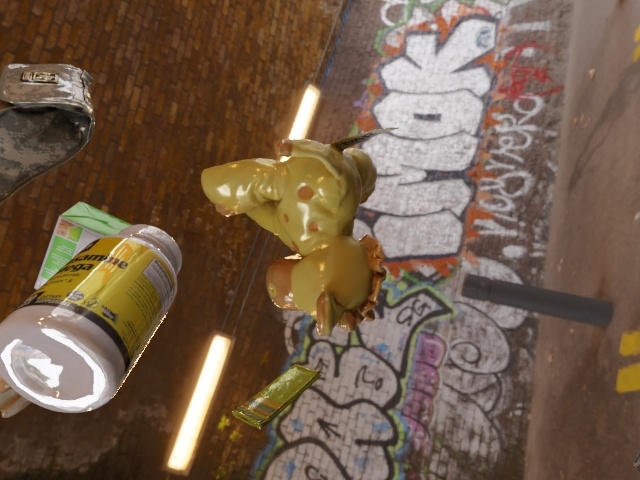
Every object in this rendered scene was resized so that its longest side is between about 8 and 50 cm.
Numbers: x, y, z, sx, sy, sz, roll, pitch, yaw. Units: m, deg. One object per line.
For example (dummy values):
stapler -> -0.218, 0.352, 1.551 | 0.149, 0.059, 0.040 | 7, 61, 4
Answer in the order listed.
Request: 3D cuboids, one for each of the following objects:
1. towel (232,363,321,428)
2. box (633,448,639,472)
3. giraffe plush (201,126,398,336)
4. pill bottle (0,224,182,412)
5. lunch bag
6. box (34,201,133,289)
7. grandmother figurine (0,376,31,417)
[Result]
towel -> -0.108, 0.391, 1.179 | 0.237, 0.102, 0.021 | -28, -63, -46
box -> 0.178, 0.128, 0.128 | 0.190, 0.045, 0.184 | 53, -170, -48
giraffe plush -> 0.000, 0.000, 0.449 | 0.182, 0.210, 0.170 | -10, -89, -37
pill bottle -> -0.365, 0.106, 0.788 | 0.334, 0.188, 0.187 | -81, -5, -62
lunch bag -> -0.591, -0.241, 0.918 | 0.235, 0.287, 0.169 | 55, 177, 45
box -> -0.574, 0.064, 1.220 | 0.231, 0.262, 0.126 | -59, 13, 17
grandmother figurine -> -0.617, 0.148, 0.786 | 0.104, 0.342, 0.207 | -42, -12, -24
